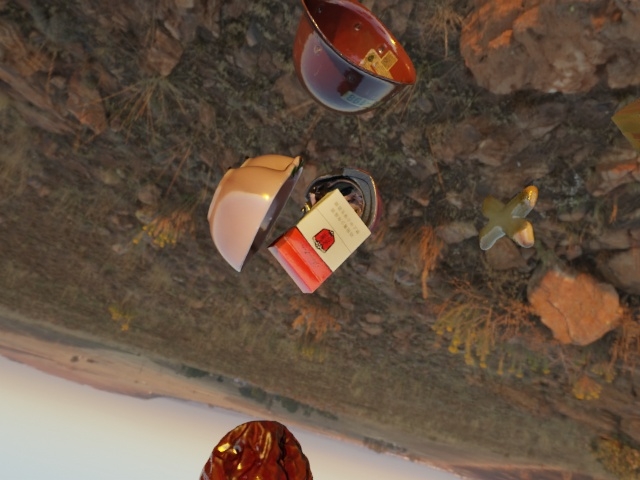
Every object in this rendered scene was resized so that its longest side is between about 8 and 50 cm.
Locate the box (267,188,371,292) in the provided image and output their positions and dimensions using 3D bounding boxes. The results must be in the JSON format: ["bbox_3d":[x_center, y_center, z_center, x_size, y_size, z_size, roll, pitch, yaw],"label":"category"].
[{"bbox_3d":[0.000,0.000,0.724,0.100,0.152,0.048,51,159,-9],"label":"box"}]

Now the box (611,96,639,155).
[{"bbox_3d":[0.638,-0.131,0.747,0.076,0.174,0.274,-37,88,23],"label":"box"}]

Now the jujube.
[{"bbox_3d":[-0.144,0.604,0.968,0.276,0.377,0.277,-3,118,-6],"label":"jujube"}]

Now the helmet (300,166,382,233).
[{"bbox_3d":[0.069,-0.077,1.097,0.253,0.199,0.154,-2,175,38],"label":"helmet"}]

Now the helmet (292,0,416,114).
[{"bbox_3d":[0.052,-0.477,1.187,0.384,0.338,0.230,-2,150,-40],"label":"helmet"}]

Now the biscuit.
[{"bbox_3d":[0.508,-0.058,1.192,0.047,0.165,0.208,10,175,-13],"label":"biscuit"}]

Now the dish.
[{"bbox_3d":[-0.111,-0.065,0.695,0.090,0.214,0.213,29,155,-1],"label":"dish"}]
